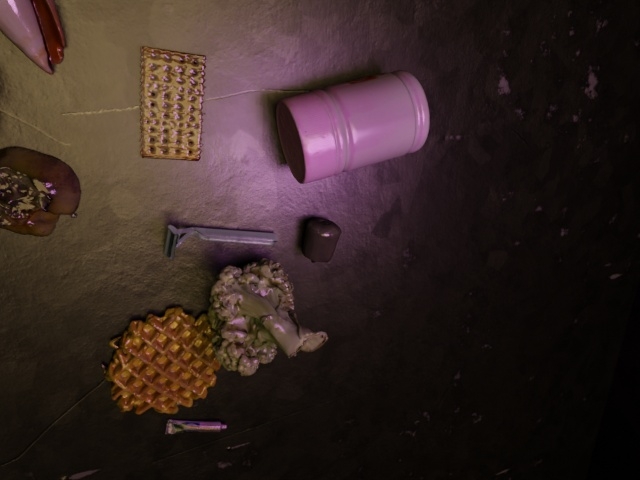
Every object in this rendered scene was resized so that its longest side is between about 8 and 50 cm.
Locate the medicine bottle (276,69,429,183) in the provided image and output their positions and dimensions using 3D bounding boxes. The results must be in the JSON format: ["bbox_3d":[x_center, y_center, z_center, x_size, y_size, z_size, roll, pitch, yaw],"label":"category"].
[{"bbox_3d":[0.072,-0.269,1.010,0.315,0.202,0.202,-18,115,-16],"label":"medicine bottle"}]

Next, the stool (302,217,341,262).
[{"bbox_3d":[0.000,0.000,1.145,0.096,0.096,0.110,6,112,-24],"label":"stool"}]

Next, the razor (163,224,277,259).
[{"bbox_3d":[-0.243,-0.008,1.069,0.277,0.056,0.111,-2,147,-28],"label":"razor"}]

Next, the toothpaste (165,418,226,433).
[{"bbox_3d":[-0.356,0.537,1.235,0.169,0.028,0.045,10,99,-21],"label":"toothpaste"}]

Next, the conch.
[{"bbox_3d":[-0.534,-0.400,0.781,0.176,0.094,0.104,60,42,-32],"label":"conch"}]

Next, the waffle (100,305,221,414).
[{"bbox_3d":[-0.403,0.320,1.116,0.328,0.062,0.330,-8,112,-19],"label":"waffle"}]

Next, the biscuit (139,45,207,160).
[{"bbox_3d":[-0.325,-0.294,0.946,0.138,0.016,0.232,0,109,-22],"label":"biscuit"}]

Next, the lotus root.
[{"bbox_3d":[-0.609,-0.090,0.874,0.203,0.078,0.183,14,104,-27],"label":"lotus root"}]

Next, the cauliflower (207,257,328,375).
[{"bbox_3d":[-0.157,0.200,1.047,0.260,0.281,0.327,-35,128,-3],"label":"cauliflower"}]
